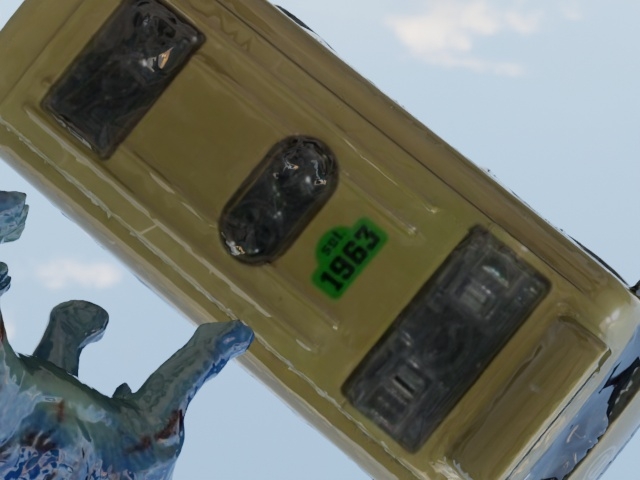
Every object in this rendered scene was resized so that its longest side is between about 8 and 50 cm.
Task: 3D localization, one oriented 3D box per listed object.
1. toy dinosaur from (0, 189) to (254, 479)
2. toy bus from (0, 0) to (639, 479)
[{"bbox_3d":[-0.109,0.059,0.664,0.076,0.329,0.144,-10,-134,39],"label":"toy dinosaur"},{"bbox_3d":[0.000,0.000,0.922,0.365,0.177,0.202,39,180,14],"label":"toy bus"}]
